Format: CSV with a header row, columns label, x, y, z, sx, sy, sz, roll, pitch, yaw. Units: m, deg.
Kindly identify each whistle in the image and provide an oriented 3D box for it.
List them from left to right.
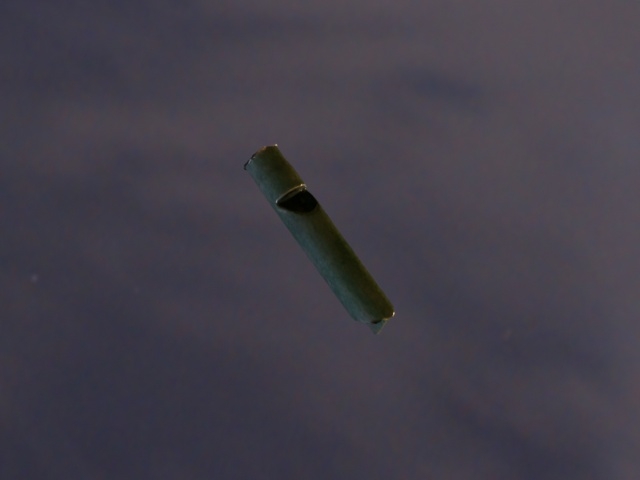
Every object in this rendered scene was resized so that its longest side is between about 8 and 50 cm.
label,x,y,z,sx,sy,sz,roll,pitch,yaw
whistle,0.000,0.000,1.543,0.039,0.039,0.186,-22,-109,-45
